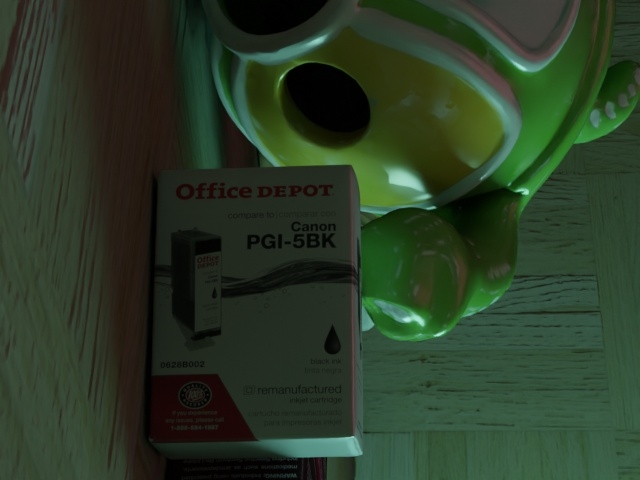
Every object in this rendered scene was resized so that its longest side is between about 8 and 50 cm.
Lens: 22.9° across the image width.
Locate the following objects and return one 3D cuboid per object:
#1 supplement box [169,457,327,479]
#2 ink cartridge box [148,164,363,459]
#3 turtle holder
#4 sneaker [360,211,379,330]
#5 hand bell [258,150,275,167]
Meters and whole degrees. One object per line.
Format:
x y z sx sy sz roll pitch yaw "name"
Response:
-0.036 0.127 0.860 0.239 0.073 0.130 -88 175 -49 "supplement box"
-0.030 0.034 0.762 0.056 0.099 0.135 74 14 -73 "ink cartridge box"
0.032 -0.114 0.935 0.227 0.243 0.320 16 90 -54 "turtle holder"
0.026 -0.023 1.152 0.169 0.108 0.292 -59 -179 -8 "sneaker"
0.073 -0.104 1.303 0.126 0.242 0.126 -1 90 -86 "hand bell"
